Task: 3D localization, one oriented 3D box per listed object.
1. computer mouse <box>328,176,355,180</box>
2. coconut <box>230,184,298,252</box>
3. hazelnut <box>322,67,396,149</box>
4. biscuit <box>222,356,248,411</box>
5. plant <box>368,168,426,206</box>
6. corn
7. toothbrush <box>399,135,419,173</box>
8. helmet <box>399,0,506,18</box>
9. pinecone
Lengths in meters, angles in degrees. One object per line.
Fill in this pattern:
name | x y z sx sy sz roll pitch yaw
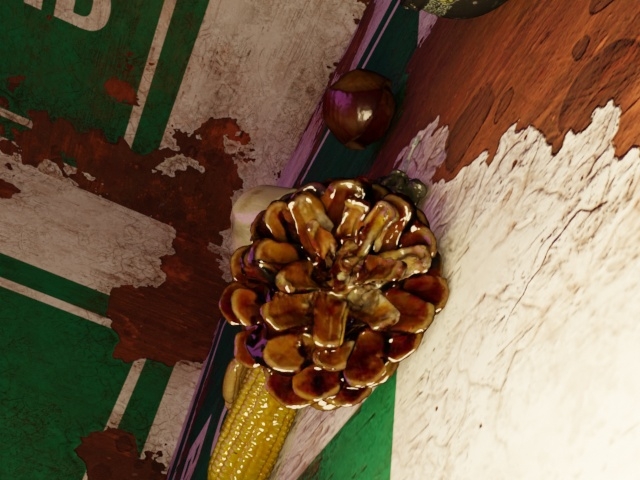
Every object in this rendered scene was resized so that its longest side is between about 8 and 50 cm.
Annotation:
computer mouse | 0.003 0.003 1.416 0.295 0.087 0.168 -54 33 -4
coconut | -0.130 -0.032 1.794 0.241 0.241 0.241 -157 90 -80
hazelnut | 0.095 -0.290 1.504 0.202 0.160 0.170 -18 -21 -51
biscuit | -0.114 0.242 1.333 0.226 0.042 0.226 -43 -36 -41
plant | 0.113 -0.075 1.093 0.085 0.087 0.174 -43 11 -11
corn | -0.101 0.298 1.231 0.120 0.120 0.363 -177 108 -80
toothbrush | 0.144 -0.122 1.205 0.013 0.011 0.131 17 -84 -79
helmet | 0.229 -0.422 1.006 0.279 0.160 0.230 144 151 -84
pinecone | 0.009 0.055 0.843 0.298 0.242 0.296 -65 6 -25
